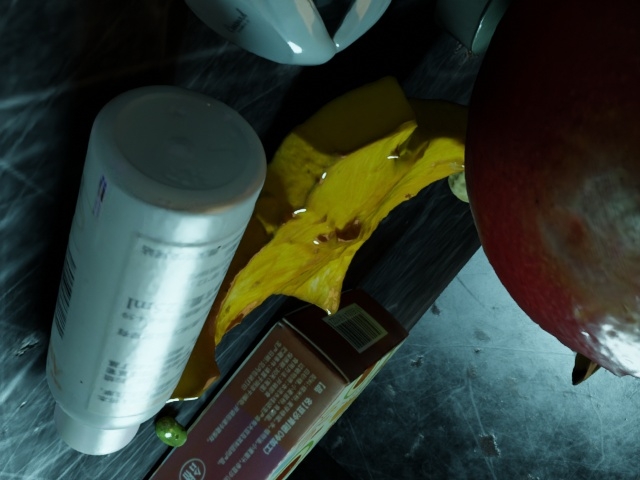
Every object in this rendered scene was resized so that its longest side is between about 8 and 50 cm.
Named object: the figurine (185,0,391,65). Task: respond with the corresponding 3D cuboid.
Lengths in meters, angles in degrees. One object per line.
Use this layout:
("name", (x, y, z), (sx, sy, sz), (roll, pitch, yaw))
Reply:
("figurine", (-0.008, -0.121, 0.346), (0.086, 0.082, 0.094), (-63, -164, -11))

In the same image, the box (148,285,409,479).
("box", (-0.068, 0.260, 1.146), (0.385, 0.122, 0.344), (-52, 168, 14))

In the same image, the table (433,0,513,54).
("table", (0.149, -0.215, 0.638), (0.133, 0.043, 0.133), (-46, 168, -13))

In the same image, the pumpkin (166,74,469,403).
("pumpkin", (0.004, -0.013, 0.633), (0.258, 0.095, 0.290), (-49, 165, 23))

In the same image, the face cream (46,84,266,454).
("face cream", (-0.105, 0.039, 0.445), (0.082, 0.082, 0.269), (-37, 163, -43))

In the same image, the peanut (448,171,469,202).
("peanut", (0.240, -0.125, 1.122), (0.108, 0.095, 0.226), (-27, 164, -20))

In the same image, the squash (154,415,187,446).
("squash", (-0.165, 0.210, 0.884), (0.027, 0.027, 0.083), (-46, 167, -14))

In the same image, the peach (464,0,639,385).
("peach", (0.271, -0.100, 0.566), (0.335, 0.309, 0.406), (-7, -154, 47))
